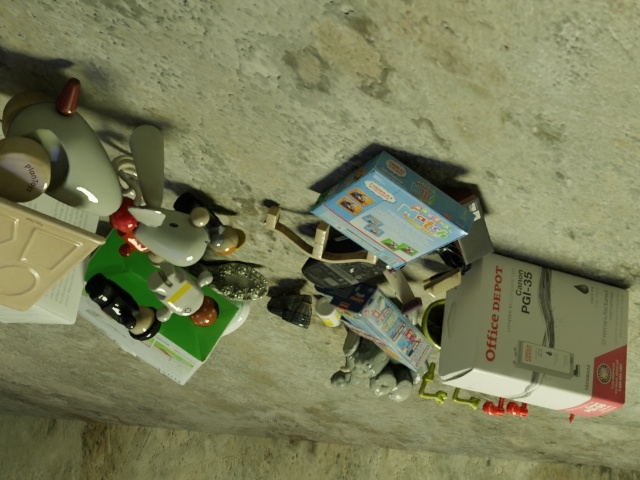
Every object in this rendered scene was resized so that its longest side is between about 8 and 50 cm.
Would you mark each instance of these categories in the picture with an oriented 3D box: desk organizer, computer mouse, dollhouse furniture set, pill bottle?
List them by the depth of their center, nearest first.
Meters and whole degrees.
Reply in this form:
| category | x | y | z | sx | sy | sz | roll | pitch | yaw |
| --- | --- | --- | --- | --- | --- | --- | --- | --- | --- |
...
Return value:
| category | x | y | z | sx | sy | sz | roll | pitch | yaw |
| --- | --- | --- | --- | --- | --- | --- | --- | --- | --- |
| desk organizer | 0.208 | -0.028 | 1.671 | 0.047 | 0.050 | 0.130 | -26 | 140 | 0 |
| dollhouse furniture set | 0.158 | 0.048 | 1.831 | 0.114 | 0.081 | 0.091 | -29 | -170 | 8 |
| computer mouse | 0.110 | 0.025 | 1.865 | 0.262 | 0.060 | 0.184 | -22 | 142 | 35 |
| pill bottle | 0.019 | 0.140 | 2.247 | 0.043 | 0.043 | 0.083 | 3 | 160 | 15 |

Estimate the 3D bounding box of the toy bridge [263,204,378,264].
| category | x | y | z | sx | sy | sz | roll | pitch | yaw |
| --- | --- | --- | --- | --- | --- | --- | --- | --- | --- |
| toy bridge | 0.000 | 0.000 | 1.788 | 0.188 | 0.026 | 0.063 | 18 | 132 | 10 |

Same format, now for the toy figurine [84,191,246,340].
| category | x | y | z | sx | sy | sz | roll | pitch | yaw |
| --- | --- | --- | --- | --- | --- | --- | --- | --- | --- |
| toy figurine | -0.239 | 0.044 | 1.827 | 0.210 | 0.213 | 0.148 | -10 | 142 | 31 |

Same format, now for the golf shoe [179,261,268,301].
| category | x | y | z | sx | sy | sz | roll | pitch | yaw |
| --- | --- | --- | --- | --- | --- | --- | --- | --- | --- |
| golf shoe | -0.172 | 0.072 | 2.131 | 0.176 | 0.069 | 0.086 | 9 | 179 | 15 |

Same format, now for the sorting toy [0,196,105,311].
| category | x | y | z | sx | sy | sz | roll | pitch | yaw |
| --- | --- | --- | --- | --- | --- | --- | --- | --- | --- |
| sorting toy | -0.411 | 0.011 | 1.493 | 0.193 | 0.038 | 0.208 | 25 | 133 | -39 |

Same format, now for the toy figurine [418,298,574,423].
| category | x | y | z | sx | sy | sz | roll | pitch | yaw |
| --- | --- | --- | --- | --- | --- | --- | --- | --- | --- |
| toy figurine | 0.279 | 0.195 | 2.074 | 0.363 | 0.191 | 0.217 | 10 | -177 | -26 |

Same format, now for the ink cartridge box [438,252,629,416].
| category | x | y | z | sx | sy | sz | roll | pitch | yaw |
| --- | --- | --- | --- | --- | --- | --- | --- | --- | --- |
| ink cartridge box | 0.351 | 0.156 | 1.900 | 0.283 | 0.207 | 0.117 | 15 | 159 | -18 |

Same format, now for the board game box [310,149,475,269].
| category | x | y | z | sx | sy | sz | roll | pitch | yaw |
| --- | --- | --- | --- | --- | --- | --- | --- | --- | --- |
| board game box | 0.098 | -0.038 | 1.641 | 0.160 | 0.039 | 0.211 | 34 | 155 | -13 |

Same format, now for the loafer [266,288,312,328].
| category | x | y | z | sx | sy | sz | roll | pitch | yaw |
| --- | --- | --- | --- | --- | --- | --- | --- | --- | --- |
| loafer | -0.053 | 0.122 | 2.203 | 0.062 | 0.061 | 0.170 | 22 | 178 | -25 |

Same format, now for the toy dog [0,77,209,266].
| category | x | y | z | sx | sy | sz | roll | pitch | yaw |
| --- | --- | --- | --- | --- | --- | --- | --- | --- | --- |
| toy dog | -0.271 | -0.101 | 1.513 | 0.334 | 0.220 | 0.161 | 17 | 129 | -44 |

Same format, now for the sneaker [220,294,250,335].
| category | x | y | z | sx | sy | sz | roll | pitch | yaw |
| --- | --- | --- | --- | --- | --- | --- | --- | --- | --- |
| sneaker | -0.270 | 0.122 | 2.245 | 0.256 | 0.094 | 0.151 | -5 | 154 | 30 |

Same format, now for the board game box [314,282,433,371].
| category | x | y | z | sx | sy | sz | roll | pitch | yaw |
| --- | --- | --- | --- | --- | --- | --- | --- | --- | --- |
| board game box | 0.096 | 0.144 | 2.026 | 0.194 | 0.060 | 0.194 | 43 | 166 | -26 |

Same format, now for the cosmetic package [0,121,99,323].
| category | x | y | z | sx | sy | sz | roll | pitch | yaw |
| --- | --- | --- | --- | --- | --- | --- | --- | --- | --- |
| cosmetic package | -0.520 | -0.053 | 1.641 | 0.162 | 0.230 | 0.453 | -1 | 158 | 28 |

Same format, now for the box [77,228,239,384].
| category | x | y | z | sx | sy | sz | roll | pitch | yaw |
| --- | --- | --- | --- | --- | --- | --- | --- | --- | --- |
| box | -0.303 | 0.124 | 2.073 | 0.262 | 0.126 | 0.231 | 35 | 158 | -2 |

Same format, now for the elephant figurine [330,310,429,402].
| category | x | y | z | sx | sy | sz | roll | pitch | yaw |
| --- | --- | --- | --- | --- | --- | --- | --- | --- | --- |
| elephant figurine | 0.101 | 0.205 | 2.259 | 0.169 | 0.186 | 0.239 | 58 | 167 | -22 |
